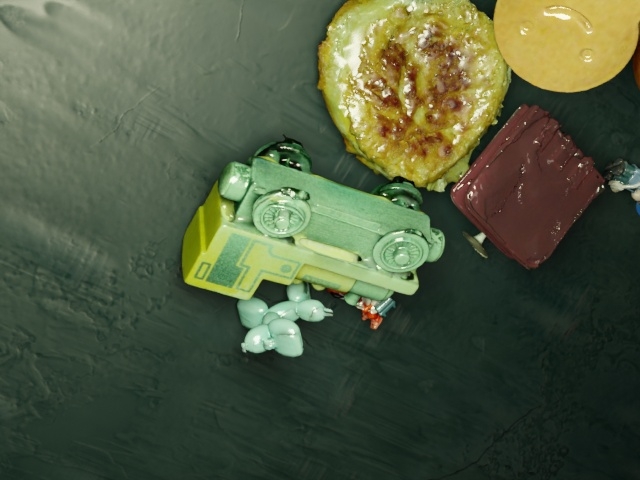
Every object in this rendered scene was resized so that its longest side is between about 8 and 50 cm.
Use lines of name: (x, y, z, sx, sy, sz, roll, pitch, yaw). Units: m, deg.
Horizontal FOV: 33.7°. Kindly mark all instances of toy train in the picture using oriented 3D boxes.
toy train: (0.000, 0.000, 1.575, 0.369, 0.150, 0.237, 18, 127, -22)

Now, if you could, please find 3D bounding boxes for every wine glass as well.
wine glass: (0.331, -0.060, 1.782, 0.198, 0.066, 0.066, -43, 120, -4)

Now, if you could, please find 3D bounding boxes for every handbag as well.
handbag: (0.335, -0.088, 1.702, 0.203, 0.074, 0.216, 40, 86, -27)

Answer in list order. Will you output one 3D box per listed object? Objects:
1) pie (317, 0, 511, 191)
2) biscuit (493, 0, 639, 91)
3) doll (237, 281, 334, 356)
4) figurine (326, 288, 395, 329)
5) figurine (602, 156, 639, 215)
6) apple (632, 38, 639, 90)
pie: (0.151, -0.232, 1.615, 0.355, 0.103, 0.288, 40, 88, -30)
biscuit: (0.378, -0.365, 1.485, 0.275, 0.052, 0.355, 29, 128, 1)
doll: (-0.063, 0.125, 1.630, 0.159, 0.158, 0.059, -21, 118, -22)
figurine: (0.060, 0.077, 1.714, 0.075, 0.068, 0.140, -46, 122, 2)
figurine: (0.564, -0.104, 1.871, 0.136, 0.077, 0.079, 38, 57, -15)
apple: (0.650, -0.292, 1.763, 0.246, 0.246, 0.226, -41, 138, -4)
